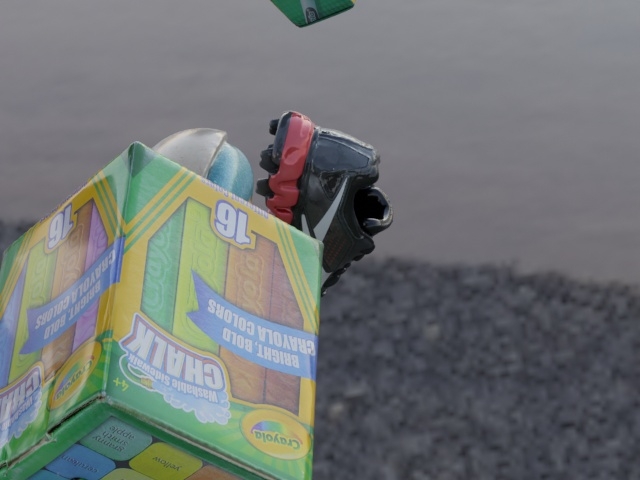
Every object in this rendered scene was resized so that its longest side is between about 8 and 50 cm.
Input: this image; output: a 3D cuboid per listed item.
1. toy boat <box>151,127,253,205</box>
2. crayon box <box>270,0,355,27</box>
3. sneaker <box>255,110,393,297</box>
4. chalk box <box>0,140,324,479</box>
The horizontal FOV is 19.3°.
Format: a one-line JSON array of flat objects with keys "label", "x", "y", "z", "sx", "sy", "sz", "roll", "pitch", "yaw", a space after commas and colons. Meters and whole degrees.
[{"label": "toy boat", "x": -0.101, "y": 0.038, "z": 1.596, "sx": 0.148, "sy": 0.267, "sz": 0.318, "roll": 18, "pitch": 6, "yaw": 4}, {"label": "crayon box", "x": -0.060, "y": -0.368, "z": 1.903, "sx": 0.081, "sy": 0.278, "sz": 0.165, "roll": -16, "pitch": 45, "yaw": 36}, {"label": "sneaker", "x": 0.000, "y": 0.000, "z": 1.868, "sx": 0.135, "sy": 0.276, "sz": 0.097, "roll": 10, "pitch": 39, "yaw": 2}, {"label": "chalk box", "x": -0.090, "y": 0.084, "z": 0.967, "sx": 0.132, "sy": 0.132, "sz": 0.213, "roll": -36, "pitch": 39, "yaw": 36}]
